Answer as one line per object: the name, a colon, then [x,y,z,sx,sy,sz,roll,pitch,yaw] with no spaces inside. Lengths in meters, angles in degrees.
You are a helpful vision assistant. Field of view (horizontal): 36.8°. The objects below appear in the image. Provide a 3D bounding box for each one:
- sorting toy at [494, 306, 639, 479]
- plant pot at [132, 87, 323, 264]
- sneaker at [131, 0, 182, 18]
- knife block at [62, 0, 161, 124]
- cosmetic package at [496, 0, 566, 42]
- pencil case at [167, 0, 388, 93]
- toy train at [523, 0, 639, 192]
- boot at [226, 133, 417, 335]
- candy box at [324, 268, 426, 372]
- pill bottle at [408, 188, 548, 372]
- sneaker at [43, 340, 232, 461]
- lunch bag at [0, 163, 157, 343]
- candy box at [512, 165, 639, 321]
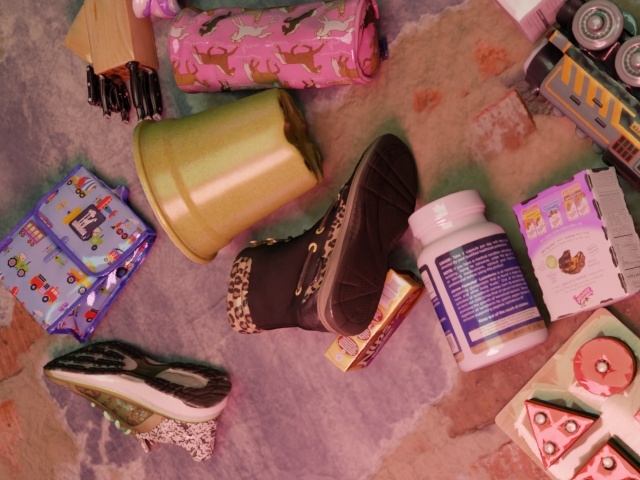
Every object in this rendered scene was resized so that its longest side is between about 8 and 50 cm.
sorting toy: [0.436,0.279,1.474,0.255,0.089,0.257,44,104,19]
plant pot: [-0.143,-0.133,1.662,0.253,0.276,0.276,-24,78,13]
sneaker: [-0.273,-0.521,1.831,0.104,0.095,0.237,18,82,0]
knife block: [-0.365,-0.372,1.858,0.242,0.088,0.276,35,100,20]
cosmetic package: [0.345,-0.484,1.535,0.224,0.138,0.224,-41,73,14]
pencil case: [-0.083,-0.346,1.698,0.385,0.167,0.160,0,106,22]
toy train: [0.463,-0.225,1.474,0.334,0.142,0.190,47,114,19]
boot: [0.000,0.000,1.632,0.284,0.138,0.378,-13,51,44]
candy box: [0.095,0.134,1.618,0.053,0.109,0.187,40,101,19]
pill bottle: [0.245,0.063,1.534,0.153,0.153,0.265,-25,78,20]
sneaker: [-0.355,0.312,1.794,0.410,0.158,0.182,12,109,28]
lunch bag: [-0.466,0.013,1.874,0.221,0.138,0.293,40,90,21]
candy box: [0.400,0.008,1.475,0.165,0.070,0.196,-30,73,54]
